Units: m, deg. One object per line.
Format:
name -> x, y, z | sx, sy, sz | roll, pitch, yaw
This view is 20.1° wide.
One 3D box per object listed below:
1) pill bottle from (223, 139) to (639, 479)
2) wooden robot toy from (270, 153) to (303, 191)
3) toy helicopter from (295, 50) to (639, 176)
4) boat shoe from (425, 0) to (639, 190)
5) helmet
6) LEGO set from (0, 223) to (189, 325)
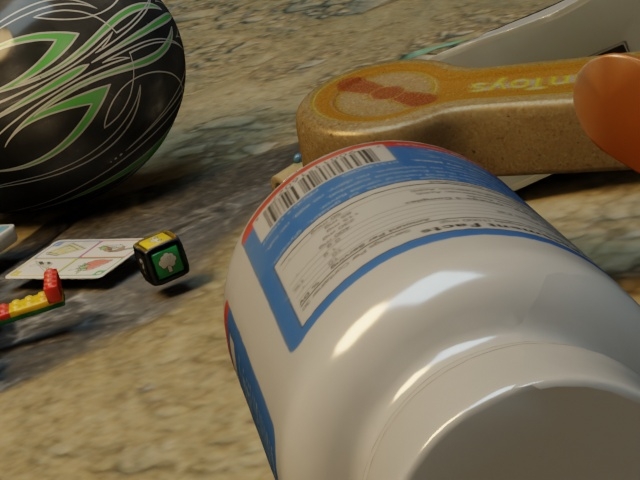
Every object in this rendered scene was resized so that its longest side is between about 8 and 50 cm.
pill bottle -> 0.041, 0.050, 0.566 | 0.124, 0.124, 0.221 | -16, 18, -5
wooden robot toy -> 0.000, 0.000, 0.851 | 0.079, 0.076, 0.173 | -33, 22, -19
toy helicopter -> 0.157, -0.045, 0.732 | 0.355, 0.140, 0.235 | -4, 30, 18
boat shoe -> 0.182, -0.094, 0.925 | 0.306, 0.113, 0.105 | -23, 5, 31
helmet -> -0.169, -0.099, 1.136 | 0.162, 0.169, 0.169 | -23, 11, 32
LEGO set -> -0.194, 0.020, 0.964 | 0.244, 0.060, 0.182 | -1, 26, 37
